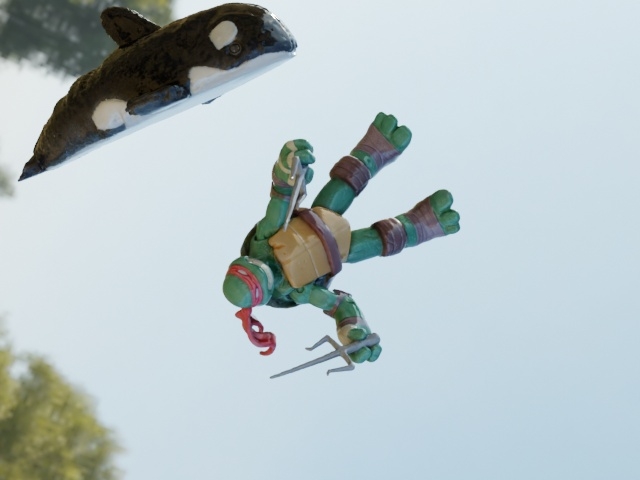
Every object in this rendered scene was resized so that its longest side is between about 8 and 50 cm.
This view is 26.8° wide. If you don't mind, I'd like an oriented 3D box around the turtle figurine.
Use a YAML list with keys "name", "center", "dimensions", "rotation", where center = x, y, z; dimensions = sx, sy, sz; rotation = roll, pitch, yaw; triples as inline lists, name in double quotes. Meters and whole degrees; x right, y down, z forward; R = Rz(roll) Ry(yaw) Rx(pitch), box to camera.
- name: "turtle figurine"
  center: [0.000, 0.000, 1.045]
  dimensions: [0.118, 0.175, 0.234]
  rotation: [-3, -154, 48]

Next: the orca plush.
- name: "orca plush"
  center: [-0.157, -0.151, 1.154]
  dimensions: [0.287, 0.102, 0.151]
  rotation: [-21, -177, 42]
